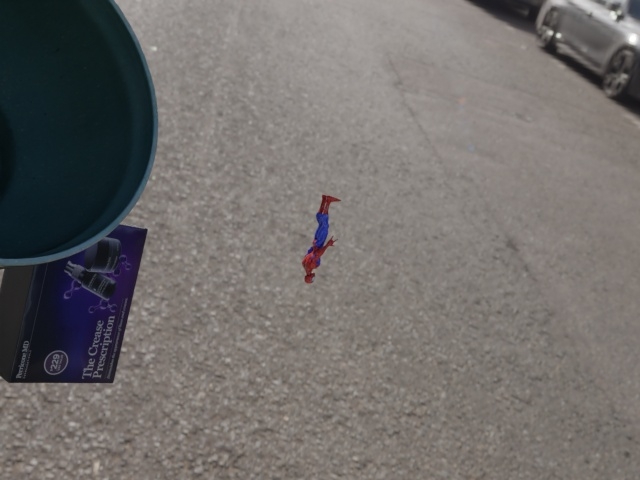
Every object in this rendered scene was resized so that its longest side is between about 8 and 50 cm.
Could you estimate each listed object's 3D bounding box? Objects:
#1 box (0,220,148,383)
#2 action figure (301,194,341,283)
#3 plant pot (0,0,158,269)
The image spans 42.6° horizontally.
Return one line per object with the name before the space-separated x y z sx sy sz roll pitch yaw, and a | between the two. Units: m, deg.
box | -0.399 0.087 1.295 0.184 0.261 0.103 10 4 -43
action figure | 0.000 0.000 1.056 0.030 0.115 0.038 19 0 -24
plant pot | -0.315 -0.104 0.700 0.196 0.293 0.293 -17 -6 44
